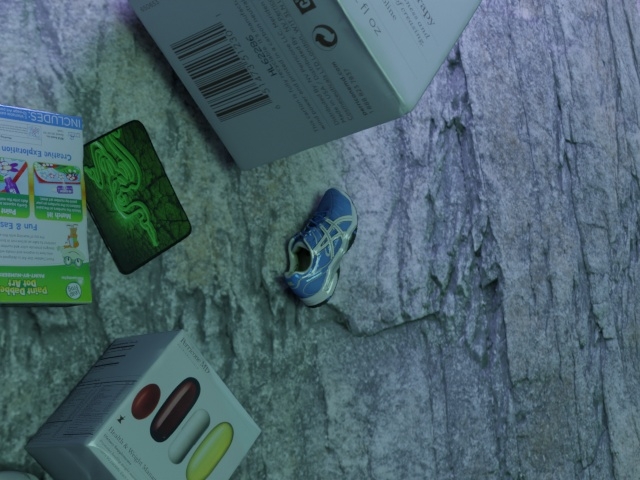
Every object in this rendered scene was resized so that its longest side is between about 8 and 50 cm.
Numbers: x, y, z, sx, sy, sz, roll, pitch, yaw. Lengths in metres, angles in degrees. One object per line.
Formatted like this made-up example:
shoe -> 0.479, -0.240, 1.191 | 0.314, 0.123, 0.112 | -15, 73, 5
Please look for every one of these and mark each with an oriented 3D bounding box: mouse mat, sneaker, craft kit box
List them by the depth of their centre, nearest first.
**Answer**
craft kit box -> -0.397, -0.042, 1.298 | 0.250, 0.061, 0.247 | 5, 75, -48
mouse mat -> -0.268, -0.063, 1.516 | 0.152, 0.007, 0.190 | -37, 107, -44
sneaker -> 0.000, 0.000, 1.728 | 0.081, 0.080, 0.211 | 38, 54, -38

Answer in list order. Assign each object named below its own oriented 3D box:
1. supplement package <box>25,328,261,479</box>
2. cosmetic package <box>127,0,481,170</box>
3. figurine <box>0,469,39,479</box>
supplement package -> -0.224, 0.257, 1.383 | 0.194, 0.149, 0.203 | 55, 48, -22
cosmetic package -> -0.006, -0.373, 1.610 | 0.329, 0.327, 0.394 | 55, 42, -22
figurine -> -0.424, 0.322, 1.216 | 0.209, 0.092, 0.215 | 47, 50, -39
